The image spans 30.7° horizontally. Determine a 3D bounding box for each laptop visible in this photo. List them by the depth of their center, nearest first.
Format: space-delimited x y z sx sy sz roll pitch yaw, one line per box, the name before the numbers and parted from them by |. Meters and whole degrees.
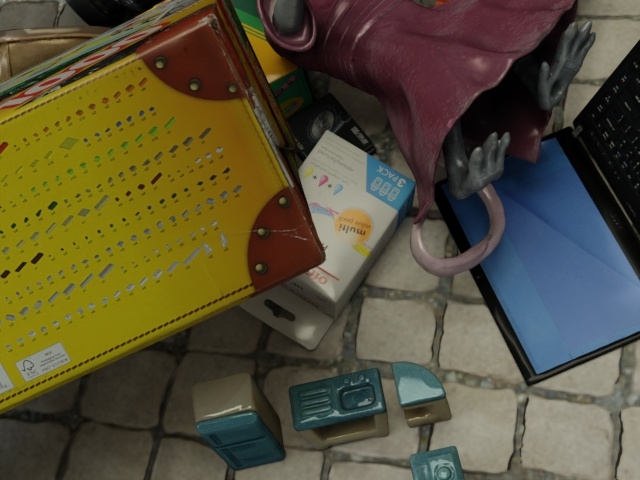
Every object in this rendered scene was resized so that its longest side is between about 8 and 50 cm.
laptop | 0.253 -0.043 1.041 0.137 0.264 0.234 -4 55 -32

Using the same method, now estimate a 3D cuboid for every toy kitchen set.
toy kitchen set | 0.014 0.193 0.979 0.207 0.122 0.166 -14 61 5

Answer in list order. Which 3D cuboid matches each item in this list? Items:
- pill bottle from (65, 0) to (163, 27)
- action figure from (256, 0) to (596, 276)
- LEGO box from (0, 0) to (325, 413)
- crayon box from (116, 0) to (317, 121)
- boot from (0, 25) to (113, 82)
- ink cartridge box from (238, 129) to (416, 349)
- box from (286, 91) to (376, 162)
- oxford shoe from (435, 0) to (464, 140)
pill bottle | -0.185 -0.332 1.282 0.219 0.123 0.122 -33 59 14
action figure | 0.062 -0.185 1.101 0.370 0.275 0.248 29 39 32
LEGO box | -0.267 -0.012 0.955 0.500 0.193 0.372 -25 17 2
crayon box | -0.165 -0.150 1.222 0.278 0.081 0.165 -30 61 -4
boot | -0.359 -0.170 1.286 0.305 0.112 0.115 -11 89 3
ink cartridge box | 0.000 0.000 1.107 0.104 0.061 0.181 31 73 10
box | 0.007 -0.104 1.196 0.067 0.018 0.083 -33 61 -6
oxford shoe | 0.217 -0.260 1.178 0.130 0.133 0.363 26 91 27
